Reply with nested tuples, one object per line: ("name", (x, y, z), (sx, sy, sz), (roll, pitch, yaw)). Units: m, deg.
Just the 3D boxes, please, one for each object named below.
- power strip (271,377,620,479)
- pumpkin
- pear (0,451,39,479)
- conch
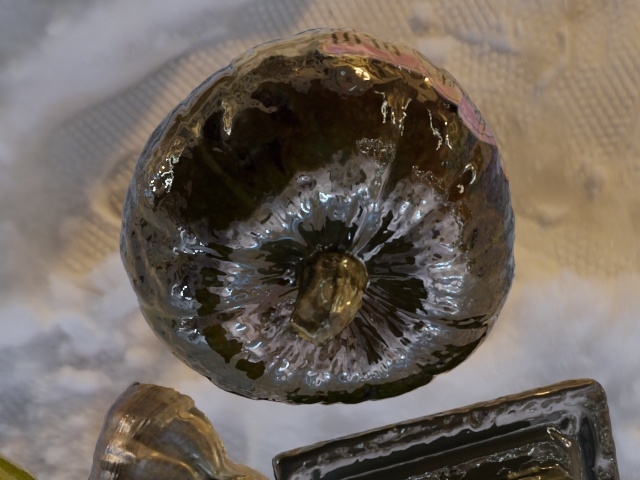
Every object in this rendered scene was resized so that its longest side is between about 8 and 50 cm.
("power strip", (0.111, 0.246, 0.997), (0.251, 0.092, 0.257), (-12, 99, -7))
("pumpkin", (0.000, 0.001, 0.903), (0.260, 0.189, 0.260), (-1, 118, -3))
("pear", (-0.192, 0.168, 0.566), (0.216, 0.166, 0.180), (-39, 32, 30))
("conch", (-0.157, 0.269, 1.426), (0.291, 0.210, 0.159), (7, 47, 46))
